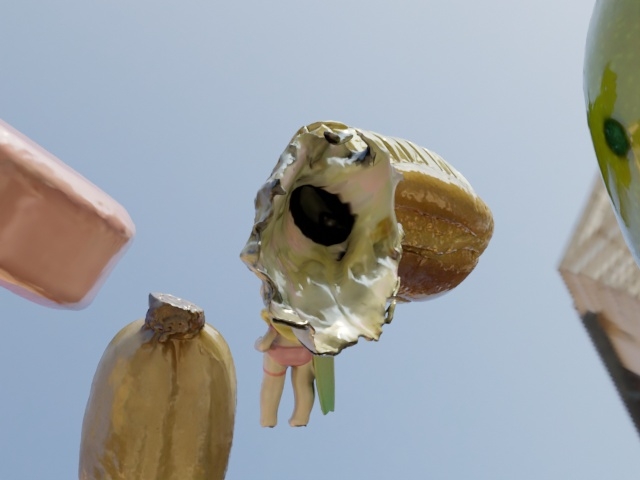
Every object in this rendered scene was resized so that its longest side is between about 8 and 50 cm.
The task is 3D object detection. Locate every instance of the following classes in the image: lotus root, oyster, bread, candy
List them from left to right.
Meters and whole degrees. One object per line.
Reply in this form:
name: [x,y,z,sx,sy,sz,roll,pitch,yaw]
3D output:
candy: [-0.249,-0.042,0.935,0.255,0.255,0.094,37,-94,-38]
lotus root: [-0.077,0.093,0.604,0.073,0.062,0.150,6,-70,-18]
oyster: [-0.004,-0.005,0.762,0.132,0.072,0.209,62,-149,-24]
bread: [0.055,-0.017,1.133,0.236,0.106,0.140,15,-59,-46]

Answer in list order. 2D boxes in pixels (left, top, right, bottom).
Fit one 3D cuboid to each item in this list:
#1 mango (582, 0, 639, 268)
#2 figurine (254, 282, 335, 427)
mango: [0.205,-0.042,0.598,0.293,0.143,0.175,54,-135,-56]
figurine: [-0.015,0.076,1.023,0.083,0.083,0.187,-6,-61,-33]
